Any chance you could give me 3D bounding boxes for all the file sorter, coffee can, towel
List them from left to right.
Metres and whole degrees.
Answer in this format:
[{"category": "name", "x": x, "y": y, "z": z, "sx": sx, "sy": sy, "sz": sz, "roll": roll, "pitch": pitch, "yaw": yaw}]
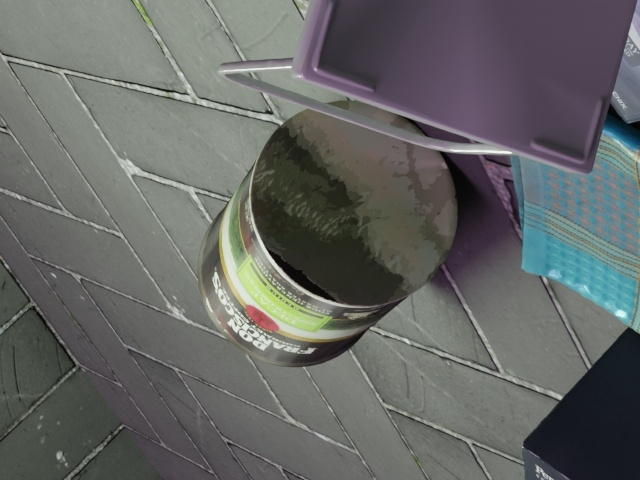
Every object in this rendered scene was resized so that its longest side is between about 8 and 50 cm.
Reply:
[{"category": "coffee can", "x": 0.000, "y": 0.000, "z": 1.734, "sx": 0.201, "sy": 0.201, "sz": 0.275, "roll": 46, "pitch": 159, "yaw": 2}, {"category": "file sorter", "x": 0.075, "y": -0.202, "z": 1.049, "sx": 0.192, "sy": 0.278, "sz": 0.173, "roll": 17, "pitch": 178, "yaw": -25}, {"category": "towel", "x": 0.305, "y": 0.027, "z": 1.432, "sx": 0.370, "sy": 0.040, "sz": 0.271, "roll": 34, "pitch": 157, "yaw": 29}]

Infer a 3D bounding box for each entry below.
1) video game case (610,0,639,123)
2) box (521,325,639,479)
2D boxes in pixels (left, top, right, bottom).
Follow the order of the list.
[{"category": "video game case", "x": 0.238, "y": -0.179, "z": 1.201, "sx": 0.196, "sy": 0.026, "sz": 0.274, "roll": 51, "pitch": 160, "yaw": -13}, {"category": "box", "x": 0.370, "y": 0.295, "z": 1.601, "sx": 0.343, "sy": 0.179, "sz": 0.312, "roll": 35, "pitch": 157, "yaw": 26}]
